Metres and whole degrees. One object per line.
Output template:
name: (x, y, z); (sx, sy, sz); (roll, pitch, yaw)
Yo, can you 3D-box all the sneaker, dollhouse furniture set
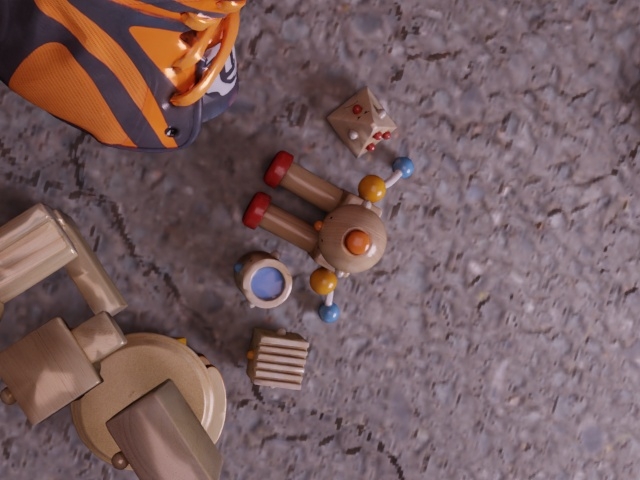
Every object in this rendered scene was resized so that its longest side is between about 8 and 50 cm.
sneaker: (-0.033, -0.138, 0.540); (0.321, 0.124, 0.180); (0, 140, 18)
dollhouse furniture set: (-0.139, 0.079, 0.561); (0.123, 0.144, 0.151); (-33, 89, -5)

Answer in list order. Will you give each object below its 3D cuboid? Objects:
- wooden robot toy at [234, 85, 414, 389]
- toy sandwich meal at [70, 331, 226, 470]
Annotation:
wooden robot toy: (0.000, 0.000, 0.629); (0.076, 0.079, 0.173); (26, 92, -15)
toy sandwich meal: (-0.094, 0.086, 0.650); (0.086, 0.029, 0.085); (-1, 98, -8)
